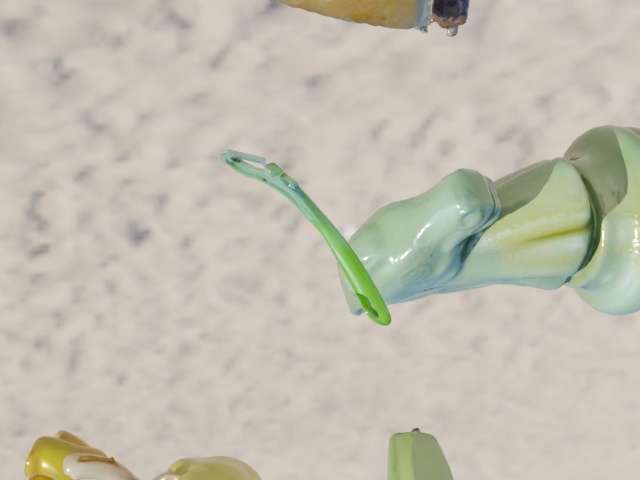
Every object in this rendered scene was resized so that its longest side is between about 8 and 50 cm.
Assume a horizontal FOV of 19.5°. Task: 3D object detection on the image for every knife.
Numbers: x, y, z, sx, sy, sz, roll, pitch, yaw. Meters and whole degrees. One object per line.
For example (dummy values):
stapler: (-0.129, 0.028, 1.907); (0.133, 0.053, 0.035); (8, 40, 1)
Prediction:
knife: (0.002, -0.002, 1.237); (0.166, 0.022, 0.078); (49, 168, -29)

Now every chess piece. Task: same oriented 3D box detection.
chess piece: (0.163, -0.008, 1.608); (0.298, 0.176, 0.176); (-7, 167, -24)

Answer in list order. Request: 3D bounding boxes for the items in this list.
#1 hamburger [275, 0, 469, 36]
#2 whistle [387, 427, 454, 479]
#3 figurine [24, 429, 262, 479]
hamburger: (-0.033, -0.258, 1.217); (0.282, 0.245, 0.155); (6, -149, 3)
whistle: (0.085, 0.289, 1.326); (0.141, 0.294, 0.141); (-14, 144, -10)
figurine: (-0.130, 0.228, 1.562); (0.246, 0.131, 0.156); (22, 143, 7)
